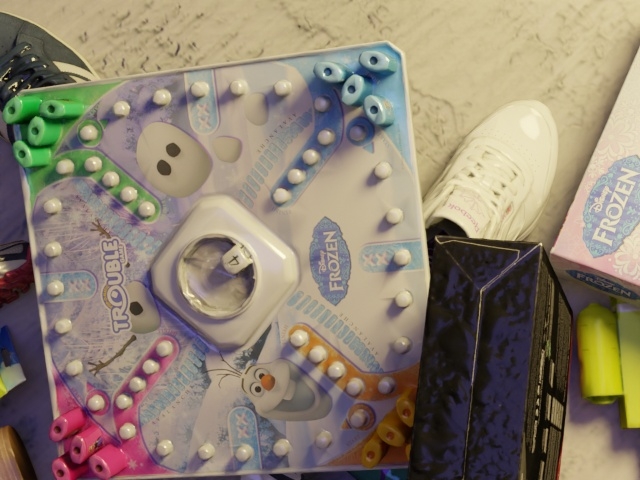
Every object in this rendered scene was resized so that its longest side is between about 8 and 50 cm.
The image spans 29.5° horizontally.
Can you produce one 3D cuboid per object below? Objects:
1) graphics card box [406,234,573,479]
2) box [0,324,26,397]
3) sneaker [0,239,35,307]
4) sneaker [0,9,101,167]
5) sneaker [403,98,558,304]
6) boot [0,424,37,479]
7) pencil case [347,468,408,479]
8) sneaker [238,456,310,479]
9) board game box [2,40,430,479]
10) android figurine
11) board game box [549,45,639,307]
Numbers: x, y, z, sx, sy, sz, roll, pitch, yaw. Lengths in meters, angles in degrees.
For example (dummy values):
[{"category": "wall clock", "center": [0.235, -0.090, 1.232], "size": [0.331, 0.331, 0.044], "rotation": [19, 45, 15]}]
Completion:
[{"category": "graphics card box", "center": [0.161, 0.143, 1.076], "size": [0.094, 0.371, 0.233], "rotation": [5, 81, 15]}, {"category": "box", "center": [-0.397, 0.156, 1.250], "size": [0.178, 0.042, 0.109], "rotation": [-35, 40, -2]}, {"category": "sneaker", "center": [-0.443, 0.024, 1.264], "size": [0.299, 0.121, 0.112], "rotation": [-4, 76, 2]}, {"category": "sneaker", "center": [-0.272, -0.128, 1.264], "size": [0.350, 0.148, 0.131], "rotation": [43, 85, 10]}, {"category": "sneaker", "center": [0.159, -0.026, 1.204], "size": [0.114, 0.152, 0.305], "rotation": [33, 71, 3]}, {"category": "boot", "center": [-0.369, 0.345, 1.205], "size": [0.220, 0.109, 0.283], "rotation": [-24, 77, -2]}, {"category": "pencil case", "center": [0.051, 0.207, 1.227], "size": [0.151, 0.064, 0.070], "rotation": [40, 101, 9]}, {"category": "sneaker", "center": [0.008, 0.265, 1.205], "size": [0.153, 0.094, 0.235], "rotation": [-12, 80, 0]}, {"category": "board game box", "center": [-0.096, 0.033, 1.127], "size": [0.390, 0.050, 0.390], "rotation": [-5, 95, 15]}, {"category": "android figurine", "center": [0.384, 0.102, 1.230], "size": [0.248, 0.056, 0.273], "rotation": [-1, 82, 4]}, {"category": "board game box", "center": [0.432, -0.057, 1.200], "size": [0.318, 0.066, 0.319], "rotation": [21, 73, 16]}]
